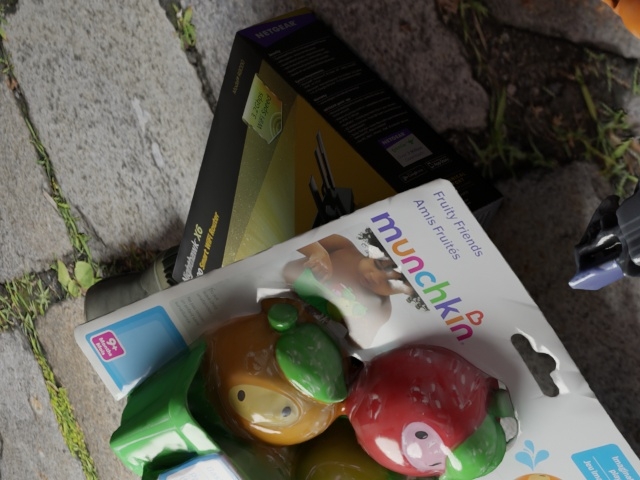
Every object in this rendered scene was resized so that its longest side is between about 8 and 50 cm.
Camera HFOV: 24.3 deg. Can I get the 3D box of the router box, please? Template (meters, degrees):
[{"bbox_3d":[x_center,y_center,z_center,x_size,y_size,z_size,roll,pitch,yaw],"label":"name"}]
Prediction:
[{"bbox_3d":[0.000,0.000,1.249,0.243,0.081,0.309,46,141,24],"label":"router box"}]

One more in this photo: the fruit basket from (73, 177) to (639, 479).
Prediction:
[{"bbox_3d":[0.028,0.141,1.119,0.353,0.165,0.327,-19,119,34],"label":"fruit basket"}]

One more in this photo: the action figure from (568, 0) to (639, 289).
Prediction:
[{"bbox_3d":[0.200,-0.084,0.849,0.341,0.178,0.330,-44,60,45],"label":"action figure"}]

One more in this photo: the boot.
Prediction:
[{"bbox_3d":[-0.171,0.108,1.548,0.208,0.076,0.190,-28,73,49],"label":"boot"}]
